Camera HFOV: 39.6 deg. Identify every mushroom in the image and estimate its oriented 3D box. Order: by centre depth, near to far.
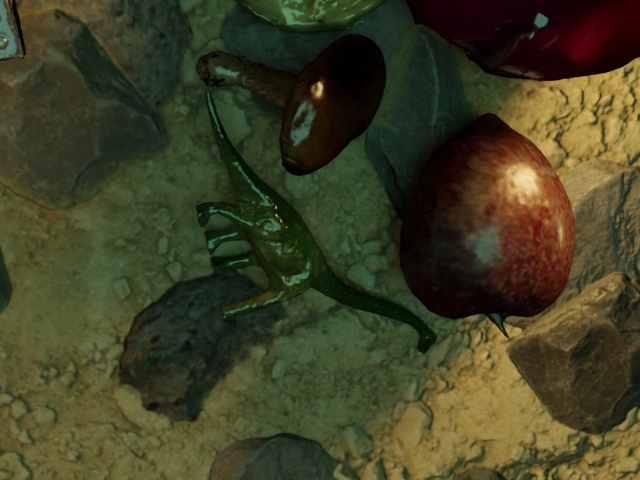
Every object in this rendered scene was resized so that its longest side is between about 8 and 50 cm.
[{"bbox_3d":[-0.044,-0.197,1.099,0.218,0.227,0.148,26,126,19],"label":"mushroom"}]

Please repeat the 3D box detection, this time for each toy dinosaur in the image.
[{"bbox_3d":[0.000,0.000,1.173,0.301,0.087,0.446,-10,120,-4],"label":"toy dinosaur"}]

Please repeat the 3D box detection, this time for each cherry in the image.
[{"bbox_3d":[0.218,-0.017,1.162,0.230,0.203,0.300,-1,93,-9],"label":"cherry"}]

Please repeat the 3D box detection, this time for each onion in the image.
[{"bbox_3d":[0.292,-0.359,0.951,0.399,0.420,0.398,-3,102,-14],"label":"onion"}]

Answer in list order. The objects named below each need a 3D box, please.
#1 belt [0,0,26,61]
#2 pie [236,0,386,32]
[{"bbox_3d":[-0.452,-0.248,0.995,0.218,0.122,0.128,-15,108,-15],"label":"belt"},{"bbox_3d":[-0.012,-0.386,1.074,0.274,0.055,0.274,-3,108,-10],"label":"pie"}]
